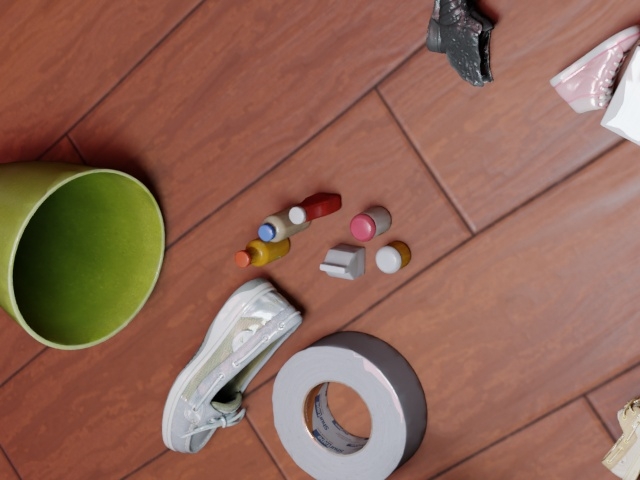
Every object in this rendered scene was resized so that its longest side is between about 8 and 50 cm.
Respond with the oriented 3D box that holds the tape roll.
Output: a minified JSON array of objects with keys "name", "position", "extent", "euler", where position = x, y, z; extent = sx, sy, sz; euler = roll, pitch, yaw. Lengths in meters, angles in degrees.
[{"name":"tape roll","position":[0.040,0.244,1.955],"extent":[0.219,0.072,0.219],"euler":[8,108,27]}]

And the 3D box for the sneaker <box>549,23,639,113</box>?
[{"name":"sneaker","position":[0.350,-0.204,1.662],"extent":[0.134,0.051,0.070],"euler":[-36,86,36]}]

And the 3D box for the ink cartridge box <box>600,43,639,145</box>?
[{"name":"ink cartridge box","position":[0.451,-0.141,1.612],"extent":[0.209,0.062,0.109],"euler":[31,117,19]}]

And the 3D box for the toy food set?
[{"name":"toy food set","position":[0.000,0.000,1.890],"extent":[0.232,0.104,0.111],"euler":[10,108,28]}]

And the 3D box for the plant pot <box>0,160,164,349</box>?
[{"name":"plant pot","position":[-0.436,-0.010,2.073],"extent":[0.294,0.275,0.274],"euler":[21,114,41]}]

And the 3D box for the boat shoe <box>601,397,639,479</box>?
[{"name":"boat shoe","position":[0.407,0.235,1.742],"extent":[0.059,0.063,0.170],"euler":[25,116,16]}]

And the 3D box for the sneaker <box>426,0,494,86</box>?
[{"name":"sneaker","position":[0.186,-0.287,1.736],"extent":[0.089,0.051,0.170],"euler":[19,117,25]}]

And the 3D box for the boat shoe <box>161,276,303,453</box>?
[{"name":"boat shoe","position":[-0.135,0.204,2.023],"extent":[0.103,0.118,0.320],"euler":[40,113,20]}]
